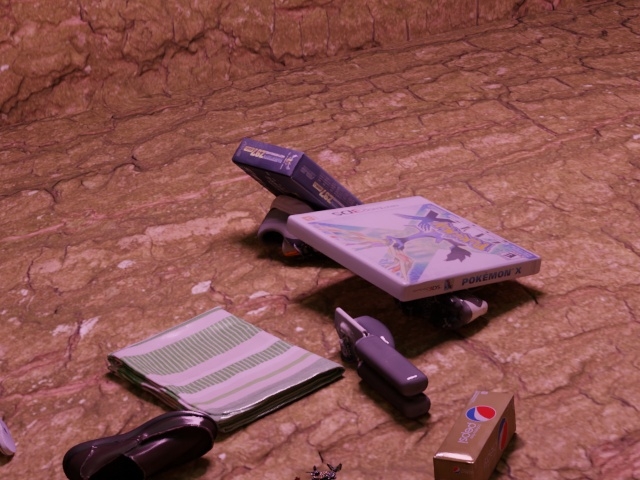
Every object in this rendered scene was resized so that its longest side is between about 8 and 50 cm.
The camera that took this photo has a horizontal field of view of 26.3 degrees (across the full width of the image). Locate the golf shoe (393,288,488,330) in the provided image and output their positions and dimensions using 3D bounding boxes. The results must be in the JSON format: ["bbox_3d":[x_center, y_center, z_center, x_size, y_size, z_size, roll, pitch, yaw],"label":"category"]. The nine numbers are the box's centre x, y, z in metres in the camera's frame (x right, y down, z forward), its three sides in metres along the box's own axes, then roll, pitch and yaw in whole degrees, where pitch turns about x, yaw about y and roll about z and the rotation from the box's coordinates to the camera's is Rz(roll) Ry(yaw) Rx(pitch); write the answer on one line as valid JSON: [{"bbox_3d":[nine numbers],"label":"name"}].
[{"bbox_3d":[0.193,0.093,2.269,0.094,0.077,0.198,-9,27,-33],"label":"golf shoe"}]

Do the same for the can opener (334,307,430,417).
[{"bbox_3d":[0.103,0.174,2.083,0.095,0.076,0.283,-17,26,-20],"label":"can opener"}]

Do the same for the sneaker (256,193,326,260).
[{"bbox_3d":[0.000,0.000,2.534,0.271,0.100,0.108,15,57,36],"label":"sneaker"}]

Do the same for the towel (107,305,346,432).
[{"bbox_3d":[-0.158,0.196,2.163,0.248,0.038,0.325,-23,27,-34],"label":"towel"}]

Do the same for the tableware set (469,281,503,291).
[{"bbox_3d":[0.232,0.040,2.408,0.128,0.039,0.194,-12,23,-10],"label":"tableware set"}]

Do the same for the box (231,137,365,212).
[{"bbox_3d":[-0.033,-0.102,2.616,0.183,0.232,0.059,17,75,46],"label":"box"}]

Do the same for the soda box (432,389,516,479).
[{"bbox_3d":[0.208,0.272,1.833,0.058,0.061,0.181,4,25,24],"label":"soda box"}]

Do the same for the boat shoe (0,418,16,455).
[{"bbox_3d":[-0.480,0.297,2.037,0.035,0.035,0.100,-40,33,-5],"label":"boat shoe"}]

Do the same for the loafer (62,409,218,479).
[{"bbox_3d":[-0.242,0.305,1.897,0.220,0.080,0.078,-18,34,-11],"label":"loafer"}]

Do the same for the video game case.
[{"bbox_3d":[0.156,0.006,2.327,0.300,0.036,0.329,-10,26,-35],"label":"video game case"}]

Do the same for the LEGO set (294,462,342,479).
[{"bbox_3d":[-0.007,0.324,1.838,0.083,0.023,0.054,-17,19,11],"label":"LEGO set"}]
